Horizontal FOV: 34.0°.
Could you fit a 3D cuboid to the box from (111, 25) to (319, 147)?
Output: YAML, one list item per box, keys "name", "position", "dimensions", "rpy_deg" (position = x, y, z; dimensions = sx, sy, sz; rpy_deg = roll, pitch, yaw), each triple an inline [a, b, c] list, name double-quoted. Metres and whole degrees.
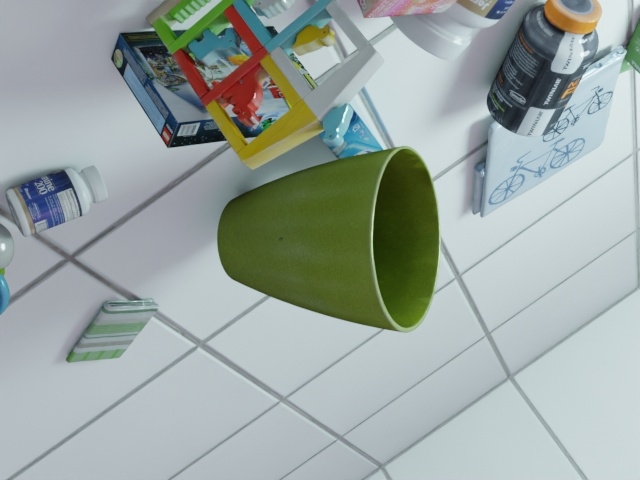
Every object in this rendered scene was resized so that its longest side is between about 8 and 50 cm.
- name: "box"
  position: [-0.119, -0.195, 1.300]
  dimensions: [0.233, 0.159, 0.044]
  rpy_deg: [-11, 145, -38]

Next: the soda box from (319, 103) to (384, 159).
- name: "soda box"
  position: [0.051, -0.154, 1.659]
  dimensions: [0.067, 0.071, 0.210]
  rpy_deg: [-38, 153, 6]

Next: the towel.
- name: "towel"
  position: [-0.353, 0.151, 1.771]
  dimensions: [0.113, 0.023, 0.152]
  rpy_deg: [3, 138, -47]

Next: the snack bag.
- name: "snack bag"
  position: [0.438, -0.206, 2.052]
  dimensions: [0.323, 0.037, 0.342]
  rpy_deg: [-30, 154, -10]

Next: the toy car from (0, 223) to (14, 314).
- name: "toy car"
  position: [-0.475, 0.056, 1.339]
  dimensions: [0.159, 0.136, 0.182]
  rpy_deg: [-44, 152, 18]

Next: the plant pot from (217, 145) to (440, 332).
- name: "plant pot"
  position: [0.000, 0.000, 1.607]
  dimensions: [0.293, 0.275, 0.275]
  rpy_deg: [-1, 166, 26]

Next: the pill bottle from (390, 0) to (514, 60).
- name: "pill bottle"
  position: [0.209, -0.377, 1.379]
  dimensions: [0.153, 0.153, 0.265]
  rpy_deg: [-2, 139, -47]

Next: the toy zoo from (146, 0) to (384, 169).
- name: "toy zoo"
  position: [-0.058, -0.214, 1.190]
  dimensions: [0.192, 0.293, 0.030]
  rpy_deg: [-38, 153, 8]

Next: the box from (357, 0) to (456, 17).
- name: "box"
  position: [0.151, -0.393, 1.188]
  dimensions: [0.142, 0.154, 0.300]
  rpy_deg: [-15, 169, -35]

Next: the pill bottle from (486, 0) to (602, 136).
- name: "pill bottle"
  position: [0.372, -0.297, 1.723]
  dimensions: [0.130, 0.130, 0.246]
  rpy_deg: [-19, 150, -28]

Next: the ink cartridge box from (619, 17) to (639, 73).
- name: "ink cartridge box"
  position: [0.641, -0.377, 1.968]
  dimensions: [0.109, 0.062, 0.209]
  rpy_deg: [-25, 153, -19]

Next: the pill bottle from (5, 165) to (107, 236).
- name: "pill bottle"
  position: [-0.345, -0.056, 1.378]
  dimensions: [0.120, 0.067, 0.067]
  rpy_deg: [-23, 151, -21]
